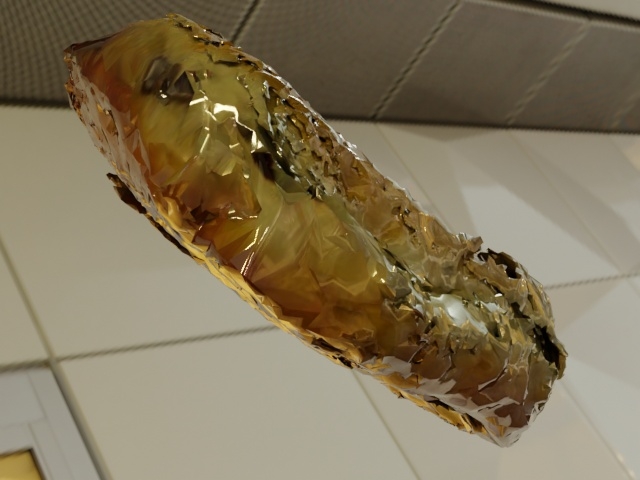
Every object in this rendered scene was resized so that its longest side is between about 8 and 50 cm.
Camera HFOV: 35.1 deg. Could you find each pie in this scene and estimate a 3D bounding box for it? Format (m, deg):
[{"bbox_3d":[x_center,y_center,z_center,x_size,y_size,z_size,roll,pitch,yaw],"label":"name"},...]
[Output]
[{"bbox_3d":[-0.001,0.001,0.477,0.085,0.308,0.308,-57,-27,-4],"label":"pie"}]
